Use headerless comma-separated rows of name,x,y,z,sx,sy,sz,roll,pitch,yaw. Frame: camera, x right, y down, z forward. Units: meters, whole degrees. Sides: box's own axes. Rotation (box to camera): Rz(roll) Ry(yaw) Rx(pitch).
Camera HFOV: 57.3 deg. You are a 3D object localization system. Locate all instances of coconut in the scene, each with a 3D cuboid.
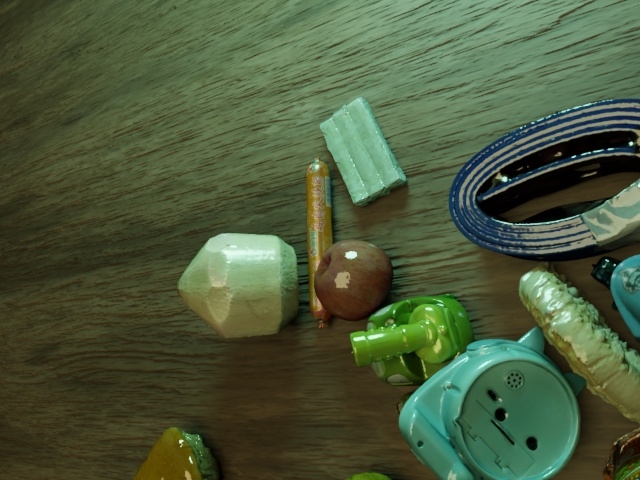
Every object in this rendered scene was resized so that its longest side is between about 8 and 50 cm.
coconut,-0.158,0.084,1.149,0.234,0.224,0.224,2,83,-2

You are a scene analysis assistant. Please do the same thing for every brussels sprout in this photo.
brussels sprout,0.156,0.306,1.029,0.051,0.046,0.083,18,94,41

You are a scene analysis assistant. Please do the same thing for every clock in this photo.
clock,0.272,0.259,0.866,0.274,0.094,0.223,-45,90,-5

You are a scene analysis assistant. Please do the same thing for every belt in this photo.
belt,0.377,-0.079,0.893,0.347,0.117,0.212,-17,72,31

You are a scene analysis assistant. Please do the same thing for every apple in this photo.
apple,0.055,0.068,1.071,0.153,0.120,0.153,-49,26,34

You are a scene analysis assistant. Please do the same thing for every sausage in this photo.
sausage,0.000,0.000,1.172,0.053,0.053,0.347,-8,79,33

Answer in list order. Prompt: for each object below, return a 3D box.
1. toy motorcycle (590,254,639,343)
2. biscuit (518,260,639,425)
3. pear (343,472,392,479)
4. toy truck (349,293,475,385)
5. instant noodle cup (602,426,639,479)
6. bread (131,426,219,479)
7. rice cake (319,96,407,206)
toy motorcycle,0.515,0.129,0.701,0.416,0.232,0.172,36,100,32
biscuit,0.374,0.145,0.824,0.084,0.179,0.281,-46,62,20
pear,0.084,0.480,0.991,0.149,0.149,0.162,-27,61,28
toy truck,0.155,0.163,0.967,0.187,0.210,0.148,-14,73,15
instant noodle cup,0.441,0.338,0.732,0.193,0.212,0.192,-6,80,34
bread,-0.325,0.535,1.275,0.174,0.121,0.245,43,109,29
rice cake,0.078,-0.178,1.154,0.124,0.038,0.211,-29,68,27
